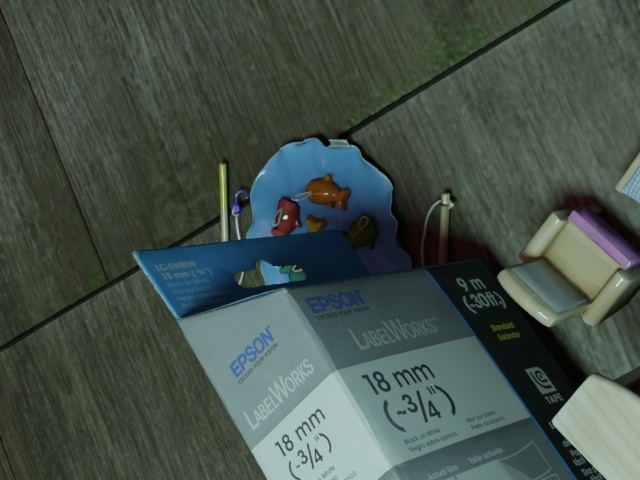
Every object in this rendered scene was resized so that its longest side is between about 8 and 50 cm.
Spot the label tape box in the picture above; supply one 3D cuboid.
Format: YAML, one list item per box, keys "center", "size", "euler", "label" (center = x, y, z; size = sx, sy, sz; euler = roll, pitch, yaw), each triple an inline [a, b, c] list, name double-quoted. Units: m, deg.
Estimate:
- center: [0.052, 0.096, 0.884]
  size: [0.106, 0.241, 0.333]
  euler: [-49, 64, 33]
  label: "label tape box"

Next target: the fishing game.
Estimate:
- center: [0.000, 0.000, 1.094]
  size: [0.264, 0.041, 0.189]
  euler: [14, 110, 36]
  label: "fishing game"

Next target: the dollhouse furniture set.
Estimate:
- center: [0.286, 0.002, 0.759]
  size: [0.286, 0.198, 0.303]
  euler: [46, 123, 23]
  label: "dollhouse furniture set"
